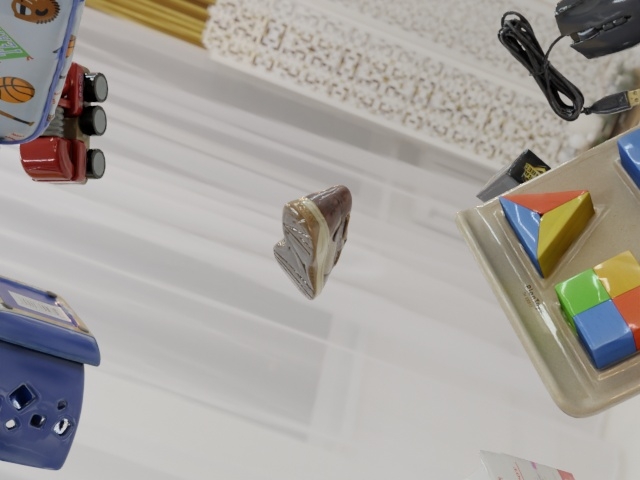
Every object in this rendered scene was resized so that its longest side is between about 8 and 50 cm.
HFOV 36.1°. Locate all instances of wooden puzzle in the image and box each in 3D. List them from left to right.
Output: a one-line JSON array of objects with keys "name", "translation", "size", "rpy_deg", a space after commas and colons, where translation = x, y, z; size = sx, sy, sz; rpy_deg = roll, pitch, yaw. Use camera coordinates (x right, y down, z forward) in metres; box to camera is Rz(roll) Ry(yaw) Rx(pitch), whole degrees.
[{"name": "wooden puzzle", "translation": [0.362, -0.003, 1.117], "size": [0.080, 0.348, 0.322], "rpy_deg": [64, -177, -49]}]

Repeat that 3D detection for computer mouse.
[{"name": "computer mouse", "translation": [0.353, -0.231, 1.154], "size": [0.262, 0.184, 0.060], "rpy_deg": [-22, 29, 35]}]

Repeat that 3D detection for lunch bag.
[{"name": "lunch bag", "translation": [-0.346, -0.206, 0.880], "size": [0.303, 0.243, 0.115], "rpy_deg": [127, 143, -48]}]

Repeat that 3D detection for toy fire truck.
[{"name": "toy fire truck", "translation": [-0.461, -0.214, 1.703], "size": [0.246, 0.158, 0.217], "rpy_deg": [12, -100, -75]}]

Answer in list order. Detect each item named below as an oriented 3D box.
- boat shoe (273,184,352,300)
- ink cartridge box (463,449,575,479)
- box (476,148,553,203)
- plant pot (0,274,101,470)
[{"name": "boat shoe", "translation": [0.000, 0.000, 1.726], "size": [0.123, 0.123, 0.342], "rpy_deg": [-35, -19, -18]}, {"name": "ink cartridge box", "translation": [0.242, 0.321, 1.146], "size": [0.067, 0.198, 0.115], "rpy_deg": [-44, 44, 24]}, {"name": "box", "translation": [0.339, -0.027, 1.400], "size": [0.051, 0.220, 0.175], "rpy_deg": [-49, -1, -9]}, {"name": "plant pot", "translation": [-0.479, 0.180, 1.476], "size": [0.236, 0.236, 0.212], "rpy_deg": [33, 96, 51]}]
